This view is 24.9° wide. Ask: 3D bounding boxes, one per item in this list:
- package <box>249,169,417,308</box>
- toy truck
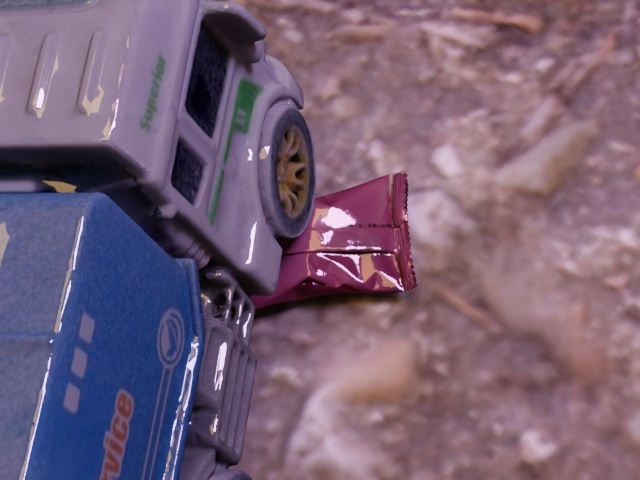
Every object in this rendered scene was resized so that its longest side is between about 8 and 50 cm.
[{"bbox_3d":[0.000,0.000,0.626,0.083,0.029,0.059,-7,63,12],"label":"package"},{"bbox_3d":[-0.105,0.069,0.518,0.146,0.175,0.367,0,64,18],"label":"toy truck"}]
